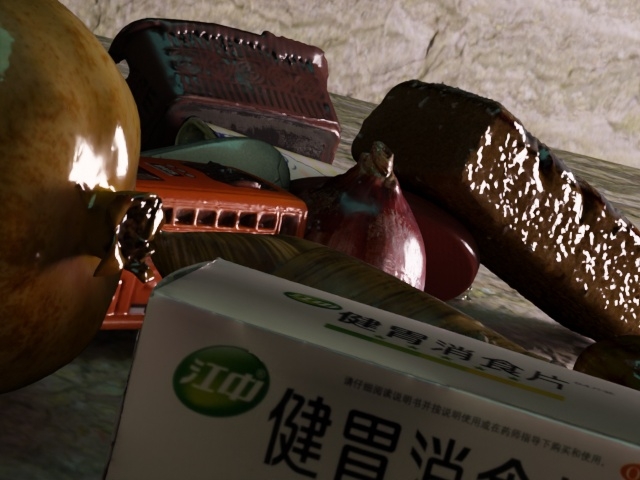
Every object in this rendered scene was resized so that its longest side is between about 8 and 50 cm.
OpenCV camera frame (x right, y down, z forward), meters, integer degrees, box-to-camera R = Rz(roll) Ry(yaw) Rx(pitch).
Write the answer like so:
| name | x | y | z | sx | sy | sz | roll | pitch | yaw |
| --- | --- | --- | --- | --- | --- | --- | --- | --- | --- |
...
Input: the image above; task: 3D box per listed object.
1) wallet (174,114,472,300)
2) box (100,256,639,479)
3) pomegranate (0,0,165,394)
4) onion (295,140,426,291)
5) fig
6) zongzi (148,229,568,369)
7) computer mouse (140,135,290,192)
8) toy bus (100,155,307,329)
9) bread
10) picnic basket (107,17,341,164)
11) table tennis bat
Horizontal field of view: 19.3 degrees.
| name | x | y | z | sx | sy | sz | roll | pitch | yaw |
| --- | --- | --- | --- | --- | --- | --- | --- | --- | --- |
| wallet | 0.018 | -0.033 | 2.004 | 0.309 | 0.077 | 0.223 | 17 | 19 | -38 |
| box | 0.048 | 0.144 | 1.079 | 0.332 | 0.173 | 0.145 | 17 | 12 | 9 |
| pomegranate | -0.249 | -0.029 | 1.244 | 0.319 | 0.319 | 0.319 | 15 | 11 | -3 |
| onion | 0.024 | 0.004 | 1.671 | 0.159 | 0.195 | 0.159 | 15 | 24 | -7 |
| fig | 0.279 | 0.143 | 1.590 | 0.109 | 0.103 | 0.155 | -24 | 33 | -7 |
| zongzi | 0.034 | 0.078 | 1.328 | 0.286 | 0.134 | 0.288 | 21 | -10 | 28 |
| computer mouse | -0.137 | -0.032 | 1.708 | 0.229 | 0.113 | 0.068 | -15 | 22 | -4 |
| toy bus | -0.167 | 0.004 | 1.526 | 0.143 | 0.153 | 0.329 | 27 | 16 | 40 |
| bread | 0.217 | -0.014 | 1.867 | 0.165 | 0.113 | 0.416 | 23 | -11 | 48 |
| picnic basket | -0.108 | -0.120 | 2.105 | 0.297 | 0.222 | 0.129 | 8 | 31 | -34 |
| table tennis bat | 0.000 | 0.000 | 1.813 | 0.310 | 0.038 | 0.200 | 10 | -32 | 12 |
